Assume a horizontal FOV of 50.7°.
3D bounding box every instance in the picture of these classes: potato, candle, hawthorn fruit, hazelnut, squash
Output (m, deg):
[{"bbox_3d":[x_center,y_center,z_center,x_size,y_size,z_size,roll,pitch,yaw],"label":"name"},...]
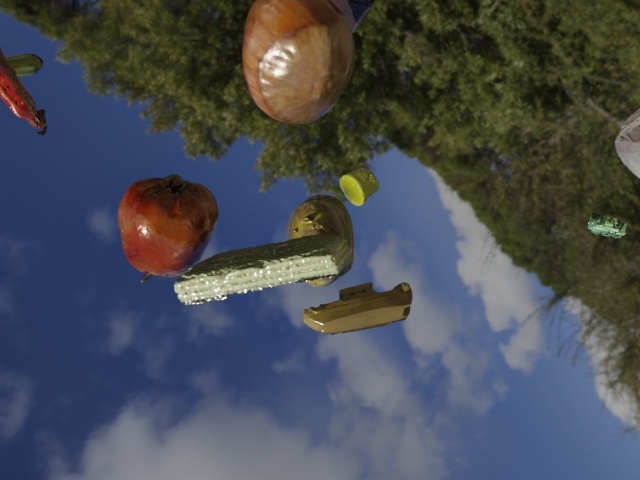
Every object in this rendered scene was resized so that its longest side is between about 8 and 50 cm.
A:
[{"bbox_3d":[0.000,0.000,1.424,0.296,0.141,0.191,-66,-30,-83],"label":"potato"},{"bbox_3d":[-0.620,-0.322,1.328,0.059,0.084,0.301,-50,-36,-24],"label":"candle"},{"bbox_3d":[-0.359,-0.018,1.556,0.224,0.261,0.224,17,-159,-7],"label":"hawthorn fruit"},{"bbox_3d":[-0.041,-0.294,1.074,0.176,0.214,0.214,-14,-107,-31],"label":"hazelnut"},{"bbox_3d":[-0.718,-0.392,1.528,0.183,0.052,0.052,-21,-99,-42],"label":"squash"}]

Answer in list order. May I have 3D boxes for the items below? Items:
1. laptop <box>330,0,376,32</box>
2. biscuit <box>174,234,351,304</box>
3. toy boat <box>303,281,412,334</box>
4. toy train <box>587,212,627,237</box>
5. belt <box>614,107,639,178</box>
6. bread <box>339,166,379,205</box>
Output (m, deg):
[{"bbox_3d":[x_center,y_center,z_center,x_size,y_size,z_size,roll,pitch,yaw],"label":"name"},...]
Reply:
[{"bbox_3d":[0.021,-0.499,1.259,0.207,0.026,0.154,53,169,-3],"label":"laptop"},{"bbox_3d":[-0.077,0.034,0.996,0.150,0.252,0.052,-42,-60,-68],"label":"biscuit"},{"bbox_3d":[0.107,0.186,1.927,0.089,0.321,0.121,89,167,-45],"label":"toy boat"},{"bbox_3d":[0.641,-0.033,1.508,0.033,0.083,0.053,-68,-28,-21],"label":"toy train"},{"bbox_3d":[0.723,-0.225,1.268,0.115,0.324,0.227,52,-152,-16],"label":"belt"},{"bbox_3d":[0.147,-0.205,2.506,0.114,0.111,0.129,-36,-84,-26],"label":"bread"}]
